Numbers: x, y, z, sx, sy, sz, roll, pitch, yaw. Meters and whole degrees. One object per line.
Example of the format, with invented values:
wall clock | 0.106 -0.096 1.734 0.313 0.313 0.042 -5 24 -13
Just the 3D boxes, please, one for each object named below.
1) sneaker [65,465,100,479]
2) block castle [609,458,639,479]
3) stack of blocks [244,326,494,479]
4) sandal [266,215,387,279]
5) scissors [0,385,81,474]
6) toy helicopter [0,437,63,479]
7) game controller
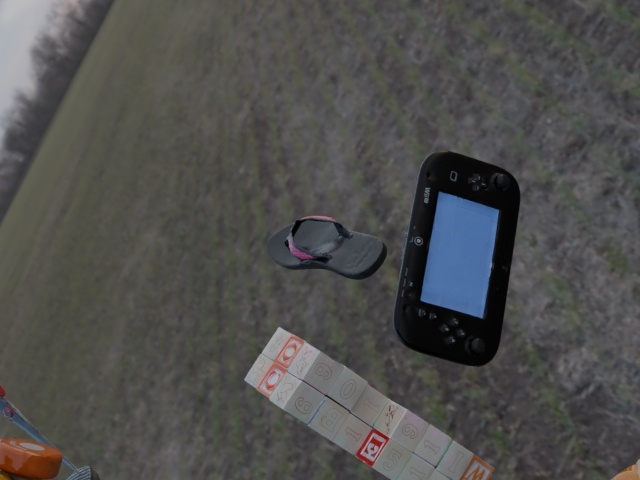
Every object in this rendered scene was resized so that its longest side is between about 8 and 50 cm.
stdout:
sneaker | -0.356 0.511 1.672 0.122 0.146 0.330 -35 39 27
block castle | 0.318 0.405 0.960 0.453 0.213 0.303 -39 29 1
stack of blocks | 0.063 0.241 1.411 0.087 0.297 0.171 -56 27 -8
sandal | 0.000 0.000 1.138 0.179 0.040 0.067 11 61 53
scissors | -0.460 0.235 1.546 0.109 0.297 0.021 -36 4 28
toy helicopter | -0.399 0.317 1.222 0.355 0.235 0.140 13 86 65
game controller | 0.201 0.024 1.598 0.067 0.167 0.319 -31 44 60
